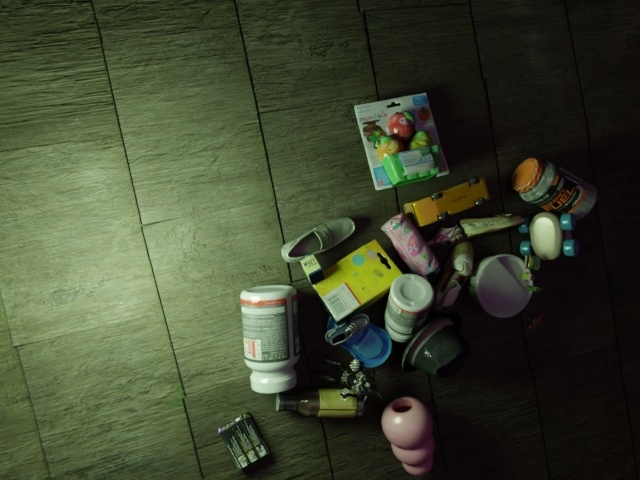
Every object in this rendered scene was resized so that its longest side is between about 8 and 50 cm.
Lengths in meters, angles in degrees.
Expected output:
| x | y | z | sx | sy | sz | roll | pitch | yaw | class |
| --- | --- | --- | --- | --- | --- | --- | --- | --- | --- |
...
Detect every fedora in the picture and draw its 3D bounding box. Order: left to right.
| x | y | z | sx | sy | sz | roll | pitch | yaw | class |
| --- | --- | --- | --- | --- | --- | --- | --- | --- | --- |
| 0.486 | 0.443 | 1.729 | 0.333 | 0.152 | 0.334 | -24 | 134 | -28 | fedora |

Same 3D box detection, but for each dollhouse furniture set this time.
| x | y | z | sx | sy | sz | roll | pitch | yaw | class |
| --- | --- | --- | --- | --- | --- | --- | --- | --- | --- |
| 0.891 | 0.134 | 1.807 | 0.076 | 0.058 | 0.152 | 7 | 89 | -15 | dollhouse furniture set |

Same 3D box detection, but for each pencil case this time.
| x | y | z | sx | sy | sz | roll | pitch | yaw | class |
| --- | --- | --- | --- | --- | --- | --- | --- | --- | --- |
| 0.369 | 0.027 | 1.777 | 0.124 | 0.124 | 0.284 | -36 | 99 | -10 | pencil case |

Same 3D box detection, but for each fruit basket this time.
| x | y | z | sx | sy | sz | roll | pitch | yaw | class |
| --- | --- | --- | --- | --- | --- | --- | --- | --- | --- |
| 0.331 | -0.403 | 1.734 | 0.326 | 0.165 | 0.354 | -13 | 92 | -12 | fruit basket |

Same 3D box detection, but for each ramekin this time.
| x | y | z | sx | sy | sz | roll | pitch | yaw | class |
| --- | --- | --- | --- | --- | --- | --- | --- | --- | --- |
| 0.761 | 0.188 | 1.872 | 0.272 | 0.127 | 0.273 | -1 | 92 | -13 | ramekin |

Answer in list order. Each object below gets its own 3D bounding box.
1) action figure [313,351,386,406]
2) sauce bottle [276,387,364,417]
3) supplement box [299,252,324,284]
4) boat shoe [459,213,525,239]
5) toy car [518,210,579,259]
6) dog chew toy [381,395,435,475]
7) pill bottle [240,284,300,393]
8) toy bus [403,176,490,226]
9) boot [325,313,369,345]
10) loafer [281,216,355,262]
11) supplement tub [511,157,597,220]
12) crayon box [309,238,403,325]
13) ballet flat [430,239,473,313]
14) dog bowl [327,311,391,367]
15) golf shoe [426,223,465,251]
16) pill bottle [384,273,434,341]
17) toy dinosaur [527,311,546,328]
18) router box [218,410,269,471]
| x | y | z | sx | sy | sz | roll | pitch | yaw | class |
| --- | --- | --- | --- | --- | --- | --- | --- | --- | --- |
| 0.113 | 0.537 | 1.677 | 0.275 | 0.141 | 0.164 | 16 | 77 | 14 | action figure |
| -0.002 | 0.639 | 1.715 | 0.344 | 0.111 | 0.112 | 8 | 90 | -14 | sauce bottle |
| -0.032 | 0.109 | 1.651 | 0.056 | 0.083 | 0.083 | -26 | 58 | -7 | supplement box |
| 0.742 | -0.075 | 1.870 | 0.285 | 0.105 | 0.090 | -11 | 72 | -11 | boat shoe |
| 1.035 | -0.031 | 1.922 | 0.237 | 0.219 | 0.211 | -11 | 94 | -42 | toy car |
| 0.371 | 0.811 | 1.772 | 0.206 | 0.206 | 0.332 | -19 | 104 | -12 | dog chew toy |
| -0.183 | 0.358 | 1.612 | 0.210 | 0.210 | 0.363 | -3 | 92 | -13 | pill bottle |
| 0.527 | -0.161 | 1.803 | 0.332 | 0.130 | 0.108 | -21 | 96 | -12 | toy bus |
| 0.113 | 0.348 | 1.669 | 0.189 | 0.086 | 0.069 | -28 | 97 | -10 | boot |
| 0.000 | 0.000 | 1.693 | 0.319 | 0.111 | 0.112 | -28 | 98 | -11 | loafer |
| 1.005 | -0.224 | 1.882 | 0.315 | 0.193 | 0.194 | 23 | 87 | -12 | supplement tub |
| 0.142 | 0.162 | 1.704 | 0.318 | 0.081 | 0.202 | -31 | 67 | -10 | crayon box |
| 0.568 | 0.158 | 1.832 | 0.123 | 0.123 | 0.349 | 33 | 84 | -12 | ballet flat |
| 0.150 | 0.383 | 1.762 | 0.297 | 0.074 | 0.166 | 40 | 83 | -12 | dog bowl |
| 0.514 | -0.010 | 1.847 | 0.186 | 0.067 | 0.086 | -19 | 62 | -6 | golf shoe |
| 0.335 | 0.271 | 1.687 | 0.161 | 0.283 | 0.161 | 0 | 51 | 0 | pill bottle |
| 0.967 | 0.362 | 1.956 | 0.047 | 0.090 | 0.082 | 48 | 37 | -20 | toy dinosaur |
| -0.296 | 0.777 | 1.683 | 0.133 | 0.046 | 0.179 | -26 | 97 | -11 | router box |
